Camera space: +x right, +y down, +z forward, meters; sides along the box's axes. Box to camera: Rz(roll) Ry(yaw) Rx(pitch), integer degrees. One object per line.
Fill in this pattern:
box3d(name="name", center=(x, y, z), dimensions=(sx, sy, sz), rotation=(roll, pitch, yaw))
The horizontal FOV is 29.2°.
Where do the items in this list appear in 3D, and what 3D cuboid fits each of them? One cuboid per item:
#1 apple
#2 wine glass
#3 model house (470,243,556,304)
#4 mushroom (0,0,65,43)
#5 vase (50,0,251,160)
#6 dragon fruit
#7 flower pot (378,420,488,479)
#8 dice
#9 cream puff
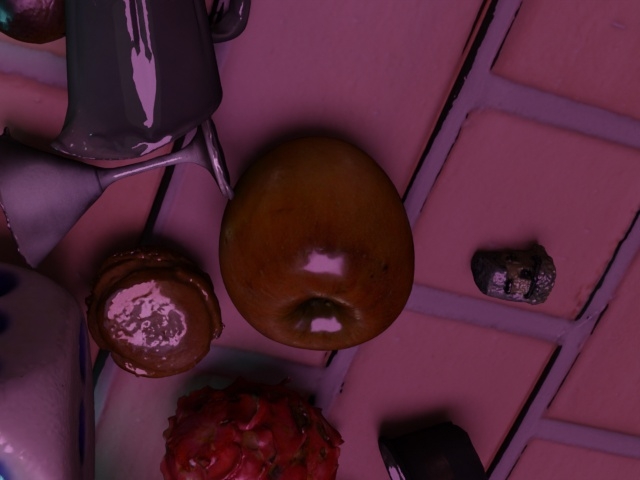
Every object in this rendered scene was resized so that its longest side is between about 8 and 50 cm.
box3d(name="apple", center=(0.000, 0.000, 1.364), dimensions=(0.237, 0.207, 0.237), rotation=(0, 140, 0))
box3d(name="wine glass", center=(-0.215, -0.070, 1.301), dimensions=(0.232, 0.156, 0.156), rotation=(-16, 124, -1))
box3d(name="model house", center=(0.231, 0.038, 1.482), dimensions=(0.083, 0.078, 0.066), rotation=(6, 119, -12))
box3d(name="mushroom", center=(-0.285, -0.255, 1.228), dimensions=(0.123, 0.052, 0.123), rotation=(-6, 122, -10))
box3d(name="vase", center=(-0.171, -0.252, 1.182), dimensions=(0.251, 0.156, 0.301), rotation=(-29, 134, -32))
box3d(name="dragon fruit", center=(-0.071, 0.275, 1.522), dimensions=(0.205, 0.210, 0.268), rotation=(-13, 166, 37))
box3d(name="flower pot", center=(0.155, 0.308, 1.608), dimensions=(0.107, 0.157, 0.157), rotation=(-24, 124, -7))
box3d(name="dice", center=(-0.402, 0.212, 1.292), dimensions=(0.304, 0.277, 0.304), rotation=(-1, 123, -4))
box3d(name="cream puff", center=(-0.194, 0.078, 1.417), dimensions=(0.150, 0.115, 0.165), rotation=(-15, 115, -7))
